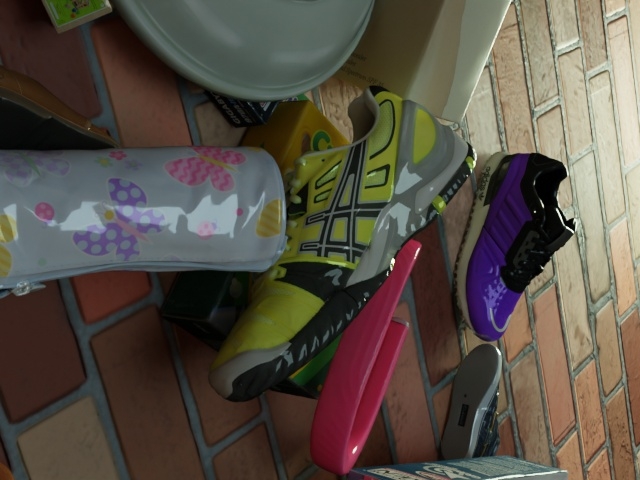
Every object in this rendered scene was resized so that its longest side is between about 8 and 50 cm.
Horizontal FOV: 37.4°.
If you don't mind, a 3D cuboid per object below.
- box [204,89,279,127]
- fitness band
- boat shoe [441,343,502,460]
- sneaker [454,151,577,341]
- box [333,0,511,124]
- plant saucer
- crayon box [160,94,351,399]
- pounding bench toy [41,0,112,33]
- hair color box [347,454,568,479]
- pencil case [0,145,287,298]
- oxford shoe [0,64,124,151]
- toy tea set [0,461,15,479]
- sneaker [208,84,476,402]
[{"bbox_3d":[-0.073,-0.261,1.022,0.175,0.051,0.220,50,57,-37],"label":"box"},{"bbox_3d":[0.058,0.133,1.115,0.209,0.054,0.290,82,28,-67],"label":"fitness band"},{"bbox_3d":[0.235,0.246,1.396,0.083,0.065,0.183,28,79,-47],"label":"boat shoe"},{"bbox_3d":[0.293,0.005,1.378,0.102,0.146,0.293,23,75,-47],"label":"sneaker"},{"bbox_3d":[0.141,-0.311,1.114,0.121,0.148,0.311,7,108,-47],"label":"box"},{"bbox_3d":[-0.050,-0.342,0.934,0.401,0.101,0.400,2,87,-45],"label":"plant saucer"},{"bbox_3d":[-0.024,-0.011,1.070,0.203,0.083,0.322,42,62,-42],"label":"crayon box"},{"bbox_3d":[-0.228,-0.234,0.835,0.052,0.065,0.083,-26,115,-10],"label":"pounding bench toy"},{"bbox_3d":[0.169,0.365,1.166,0.347,0.105,0.173,11,86,-48],"label":"hair color box"},{"bbox_3d":[-0.166,-0.021,0.815,0.273,0.124,0.113,-5,140,-25],"label":"pencil case"},{"bbox_3d":[-0.234,-0.100,0.844,0.212,0.076,0.076,39,24,-53],"label":"oxford shoe"},{"bbox_3d":[-0.368,0.294,0.709,0.336,0.124,0.200,-17,76,-43],"label":"toy tea set"},{"bbox_3d":[0.000,0.000,0.964,0.147,0.145,0.384,42,61,-4],"label":"sneaker"}]
